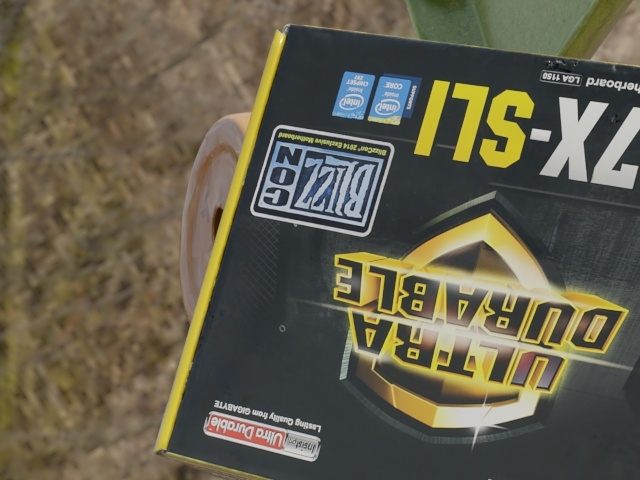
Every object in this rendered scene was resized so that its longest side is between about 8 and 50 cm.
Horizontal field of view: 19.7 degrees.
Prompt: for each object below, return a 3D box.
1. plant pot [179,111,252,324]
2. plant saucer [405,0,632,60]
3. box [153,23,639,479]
[{"bbox_3d":[0.000,0.000,1.639,0.203,0.291,0.291,5,-4,-22],"label":"plant pot"},{"bbox_3d":[0.124,-0.155,1.121,0.045,0.188,0.188,6,-40,-25],"label":"plant saucer"},{"bbox_3d":[0.094,0.031,0.976,0.322,0.257,0.079,11,-12,29],"label":"box"}]
